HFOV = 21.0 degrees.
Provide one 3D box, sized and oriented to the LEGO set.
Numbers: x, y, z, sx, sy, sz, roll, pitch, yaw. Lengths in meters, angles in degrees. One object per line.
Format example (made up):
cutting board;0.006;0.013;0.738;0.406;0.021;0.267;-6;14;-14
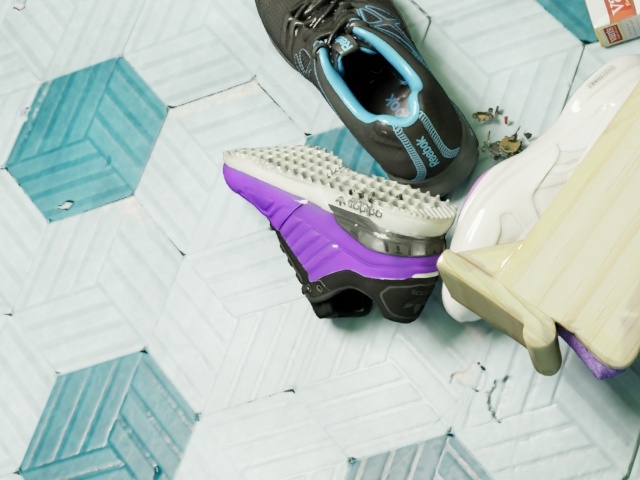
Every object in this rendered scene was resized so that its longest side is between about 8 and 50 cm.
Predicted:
LEGO set;0.178;-0.095;1.673;0.054;0.023;0.083;-3;46;-6

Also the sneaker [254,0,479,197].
sneaker;0.034;-0.195;1.702;0.125;0.139;0.341;-40;58;1

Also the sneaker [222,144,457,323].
sneaker;0.000;0.000;1.648;0.293;0.102;0.146;24;114;46

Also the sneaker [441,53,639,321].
sneaker;0.235;-0.033;1.567;0.305;0.114;0.152;-47;59;-4

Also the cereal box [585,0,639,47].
cereal box;0.364;-0.302;1.681;0.240;0.047;0.173;-18;62;12

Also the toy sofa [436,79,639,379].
toy sofa;0.272;-0.054;1.451;0.177;0.150;0.362;35;84;14
